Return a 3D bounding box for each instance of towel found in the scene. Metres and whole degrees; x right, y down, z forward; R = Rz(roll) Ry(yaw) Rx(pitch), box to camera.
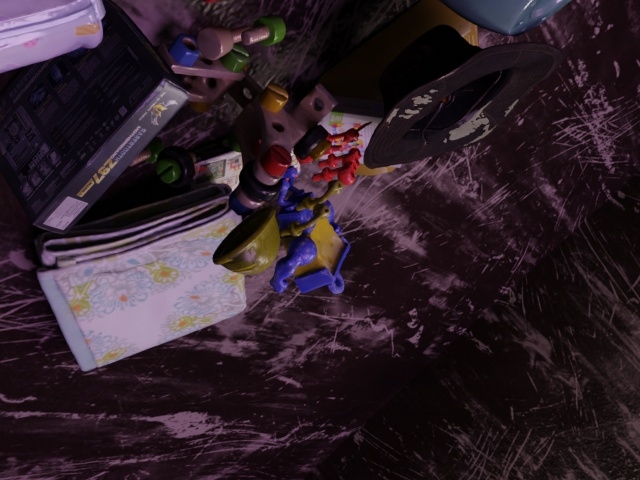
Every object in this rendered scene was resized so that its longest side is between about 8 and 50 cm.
[{"bbox_3d":[-0.280,0.072,1.349,0.321,0.090,0.374,-17,149,-15],"label":"towel"}]

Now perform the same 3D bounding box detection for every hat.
[{"bbox_3d":[0.183,-0.238,1.214,0.331,0.134,0.331,-26,163,-9],"label":"hat"}]

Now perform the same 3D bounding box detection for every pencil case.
[{"bbox_3d":[-0.363,-0.215,0.827,0.273,0.124,0.113,-26,111,-27],"label":"pencil case"}]

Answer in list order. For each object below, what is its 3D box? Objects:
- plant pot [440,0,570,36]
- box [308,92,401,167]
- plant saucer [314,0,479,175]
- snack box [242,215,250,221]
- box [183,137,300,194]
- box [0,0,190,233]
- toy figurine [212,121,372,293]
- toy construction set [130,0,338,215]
[{"bbox_3d":[0.252,-0.419,1.076,0.293,0.235,0.293,-35,171,-7],"label":"plant pot"},{"bbox_3d":[0.061,-0.184,1.372,0.186,0.038,0.145,7,153,-6],"label":"box"},{"bbox_3d":[0.174,-0.269,1.473,0.333,0.081,0.333,-38,153,-3],"label":"plant saucer"},{"bbox_3d":[-0.155,0.021,1.552,0.141,0.037,0.100,-42,152,6],"label":"snack box"},{"bbox_3d":[-0.127,-0.122,1.339,0.207,0.036,0.114,-22,141,-25],"label":"box"},{"bbox_3d":[-0.285,-0.152,0.955,0.232,0.183,0.059,-45,153,10],"label":"box"},{"bbox_3d":[0.000,0.000,1.210,0.191,0.217,0.362,-14,-154,22],"label":"toy figurine"},{"bbox_3d":[-0.089,-0.216,1.120,0.237,0.257,0.308,-36,149,-47],"label":"toy construction set"}]
